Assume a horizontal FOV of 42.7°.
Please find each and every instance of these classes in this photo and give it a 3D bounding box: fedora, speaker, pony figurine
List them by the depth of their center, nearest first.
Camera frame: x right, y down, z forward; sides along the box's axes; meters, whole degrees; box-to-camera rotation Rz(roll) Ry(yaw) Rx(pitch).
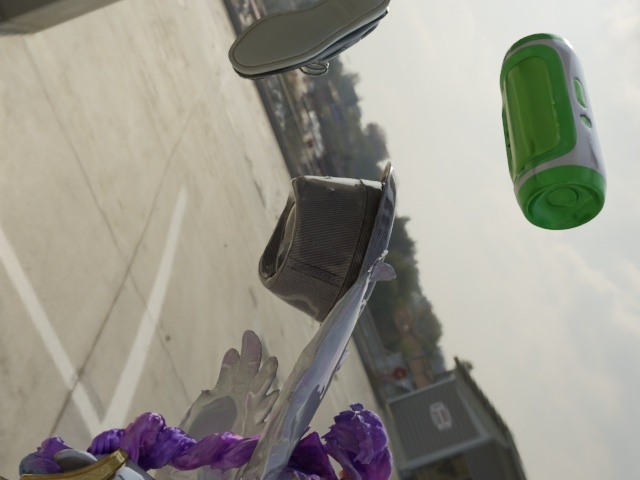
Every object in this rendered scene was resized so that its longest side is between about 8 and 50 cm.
[{"bbox_3d":[-0.037,0.215,0.662,0.363,0.303,0.351,45,45,-2],"label":"pony figurine"},{"bbox_3d":[0.000,0.000,1.024,0.275,0.124,0.243,-83,-165,-63],"label":"fedora"},{"bbox_3d":[0.332,-0.163,1.186,0.131,0.131,0.296,68,20,-51],"label":"speaker"}]

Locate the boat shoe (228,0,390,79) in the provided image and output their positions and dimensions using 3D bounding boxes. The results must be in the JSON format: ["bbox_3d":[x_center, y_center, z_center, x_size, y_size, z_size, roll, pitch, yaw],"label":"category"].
[{"bbox_3d":[-0.014,-0.280,1.126,0.095,0.254,0.079,47,-22,16],"label":"boat shoe"}]
